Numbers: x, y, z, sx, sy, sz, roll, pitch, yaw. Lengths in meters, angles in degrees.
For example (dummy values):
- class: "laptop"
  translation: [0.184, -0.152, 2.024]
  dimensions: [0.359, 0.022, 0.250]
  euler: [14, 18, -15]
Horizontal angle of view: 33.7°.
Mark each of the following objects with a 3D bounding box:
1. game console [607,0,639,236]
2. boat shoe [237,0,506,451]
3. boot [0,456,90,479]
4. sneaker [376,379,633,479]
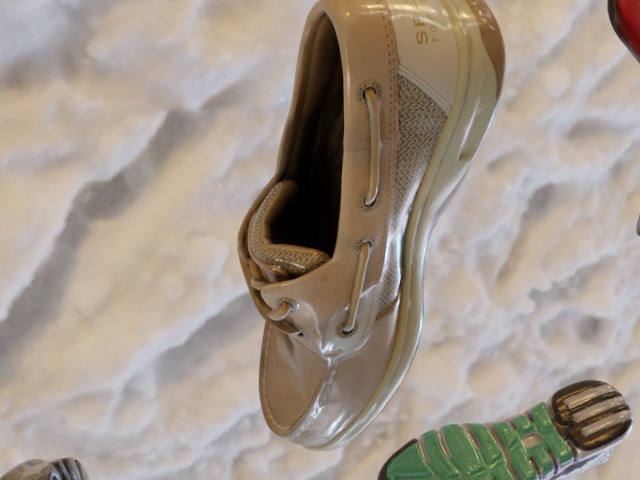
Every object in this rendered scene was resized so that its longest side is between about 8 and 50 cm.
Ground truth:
- class: "game console"
  translation: [0.156, -0.094, 0.476]
  dimensions: [0.124, 0.085, 0.144]
  euler: [114, 2, -60]
- class: "boat shoe"
  translation: [0.000, 0.000, 0.650]
  dimensions: [0.110, 0.122, 0.341]
  euler: [-7, 129, -30]
- class: "boot"
  translation: [-0.362, 0.249, 0.542]
  dimensions: [0.445, 0.367, 0.146]
  euler: [-9, 103, 5]
- class: "sneaker"
  translation: [0.159, 0.198, 0.900]
  dimensions: [0.223, 0.083, 0.098]
  euler: [-17, 143, -4]
